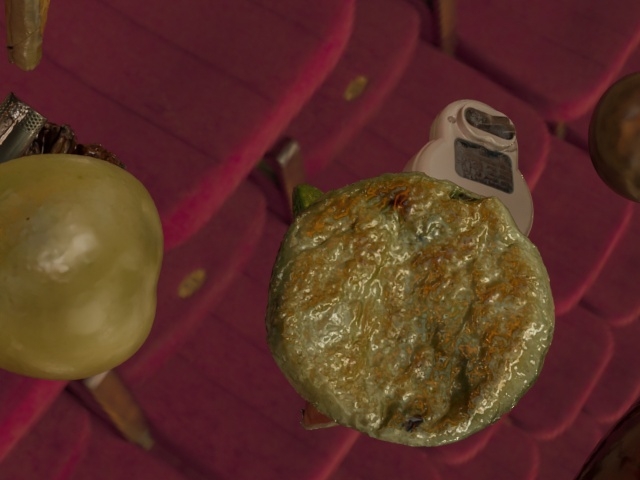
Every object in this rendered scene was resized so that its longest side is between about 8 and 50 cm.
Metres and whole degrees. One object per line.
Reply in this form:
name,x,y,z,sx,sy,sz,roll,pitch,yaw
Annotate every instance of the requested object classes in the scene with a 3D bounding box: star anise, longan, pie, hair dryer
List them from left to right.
hair dryer,-0.492,-0.050,1.382,0.320,0.156,0.284,-56,163,8
pie,-0.436,-0.375,1.698,0.068,0.128,0.282,-2,147,-14
star anise,-0.413,-0.136,1.788,0.272,0.272,0.102,79,22,-59
pie,0.056,0.041,0.728,0.187,0.187,0.041,-52,166,-18
longan,0.260,-0.077,0.893,0.113,0.113,0.092,-47,-167,-29

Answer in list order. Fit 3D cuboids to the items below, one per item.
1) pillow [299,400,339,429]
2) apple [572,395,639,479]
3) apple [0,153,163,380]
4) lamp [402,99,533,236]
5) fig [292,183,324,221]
pillow,0.053,0.121,1.244,0.075,0.179,0.171,30,63,-34
apple,0.313,0.270,0.768,0.295,0.365,0.328,-9,141,-55
apple,-0.323,0.026,1.384,0.254,0.292,0.292,-7,134,-17
lamp,0.184,-0.065,1.478,0.108,0.180,0.246,-33,-138,54
fig,0.000,0.000,1.491,0.123,0.156,0.123,-36,177,-2
